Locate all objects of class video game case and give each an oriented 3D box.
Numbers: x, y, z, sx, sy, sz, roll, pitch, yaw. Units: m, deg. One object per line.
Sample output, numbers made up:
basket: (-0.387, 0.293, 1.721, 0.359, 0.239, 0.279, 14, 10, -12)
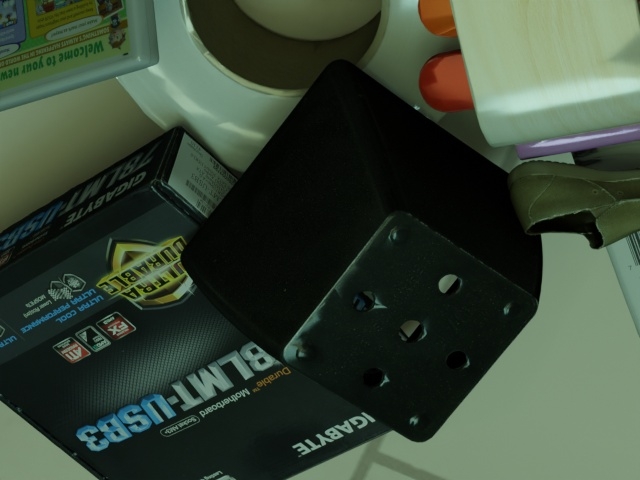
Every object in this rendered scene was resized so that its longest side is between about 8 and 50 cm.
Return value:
video game case: (-0.198, -0.196, 1.305, 0.212, 0.023, 0.193, -11, 83, 41)

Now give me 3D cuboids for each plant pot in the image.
plant pot: (0.043, 0.023, 1.258, 0.187, 0.167, 0.188, 33, 103, -24)

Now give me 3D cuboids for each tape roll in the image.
tape roll: (-0.019, -0.189, 1.328, 0.286, 0.100, 0.286, 5, 119, 9)

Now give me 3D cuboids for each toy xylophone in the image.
toy xylophone: (0.164, -0.201, 1.175, 0.236, 0.081, 0.323, -1, 108, 15)

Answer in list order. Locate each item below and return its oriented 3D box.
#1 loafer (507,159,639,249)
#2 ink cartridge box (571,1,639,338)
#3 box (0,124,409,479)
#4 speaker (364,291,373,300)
loafer: (0.198, -0.019, 1.254, 0.148, 0.050, 0.056, 5, 159, 5)
ink cartridge box: (0.282, -0.082, 1.315, 0.198, 0.115, 0.273, -15, 113, 18)
box: (-0.114, 0.081, 1.453, 0.295, 0.073, 0.293, -27, 120, 35)
speaker: (0.000, 0.000, 1.450, 0.055, 0.055, 0.136, -23, 111, 22)
